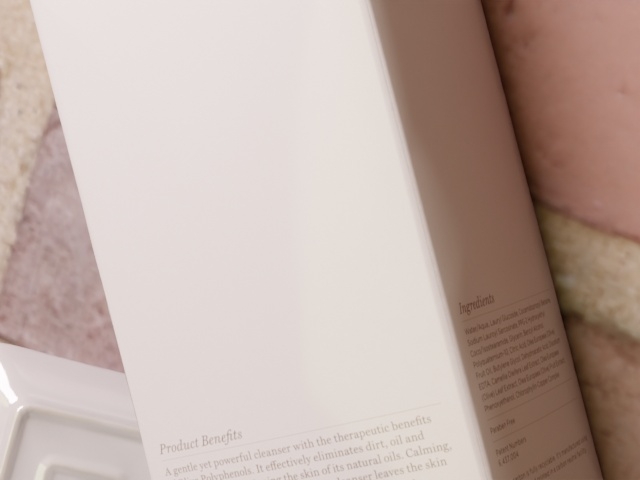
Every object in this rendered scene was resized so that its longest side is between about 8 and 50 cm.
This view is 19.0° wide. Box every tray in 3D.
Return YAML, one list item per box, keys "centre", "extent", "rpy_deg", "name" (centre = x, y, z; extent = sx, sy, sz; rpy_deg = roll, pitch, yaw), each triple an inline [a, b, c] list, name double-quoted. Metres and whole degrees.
- centre: [-0.158, 0.205, 1.106]
  extent: [0.145, 0.030, 0.270]
  rpy_deg: [15, 92, -16]
  name: "tray"

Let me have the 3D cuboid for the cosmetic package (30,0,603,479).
- centre: [0.000, 0.000, 1.000]
  extent: [0.197, 0.155, 0.365]
  rpy_deg: [-13, 89, 28]
  name: "cosmetic package"
